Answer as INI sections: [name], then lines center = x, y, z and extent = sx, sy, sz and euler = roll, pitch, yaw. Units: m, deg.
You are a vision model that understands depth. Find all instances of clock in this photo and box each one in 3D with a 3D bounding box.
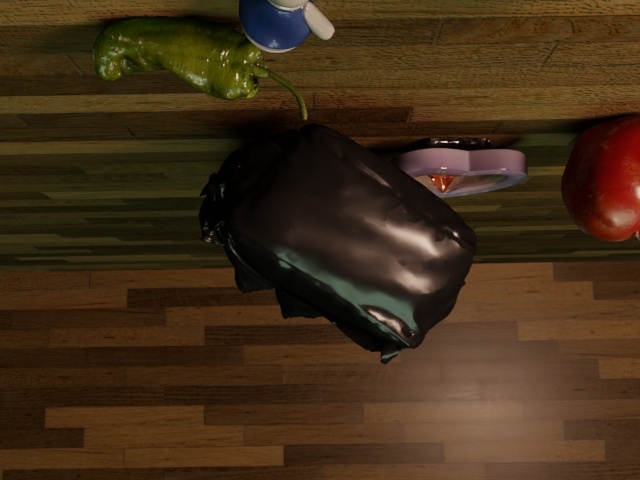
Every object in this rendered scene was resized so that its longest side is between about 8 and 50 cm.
[clock]
center = 0.194, -0.109, 1.139
extent = 0.198, 0.064, 0.172
euler = 0, 171, -7

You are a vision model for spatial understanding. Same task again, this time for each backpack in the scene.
[backpack]
center = 0.000, 0.000, 1.112
extent = 0.363, 0.254, 0.446
euler = 33, 177, -10

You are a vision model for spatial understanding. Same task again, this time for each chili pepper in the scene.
[chili pepper]
center = -0.106, -0.168, 0.732
extent = 0.204, 0.073, 0.072
euler = 11, -172, -2

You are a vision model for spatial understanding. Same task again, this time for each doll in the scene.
[doll]
center = -0.031, -0.194, 0.622
extent = 0.099, 0.057, 0.143
euler = 21, 166, -7

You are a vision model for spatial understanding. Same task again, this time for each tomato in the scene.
[tomato]
center = 0.397, -0.083, 1.025
extent = 0.187, 0.151, 0.187
euler = -33, -163, 11
